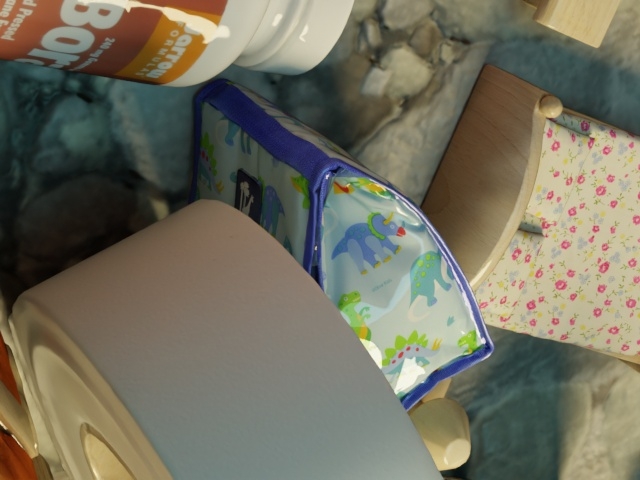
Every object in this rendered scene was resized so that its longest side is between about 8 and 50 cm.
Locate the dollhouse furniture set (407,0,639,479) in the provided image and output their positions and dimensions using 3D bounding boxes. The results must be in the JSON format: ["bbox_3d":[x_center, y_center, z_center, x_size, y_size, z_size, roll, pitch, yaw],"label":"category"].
[{"bbox_3d":[0.209,0.059,1.081,0.303,0.174,0.355,15,103,-35],"label":"dollhouse furniture set"}]

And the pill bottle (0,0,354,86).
[{"bbox_3d":[-0.096,-0.132,0.845,0.216,0.121,0.121,7,107,-33],"label":"pill bottle"}]

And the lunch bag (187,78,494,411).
[{"bbox_3d":[0.000,0.000,0.957,0.096,0.129,0.151,-35,125,-14],"label":"lunch bag"}]

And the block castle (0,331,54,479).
[{"bbox_3d":[-0.275,0.109,0.721,0.303,0.213,0.453,-29,132,1],"label":"block castle"}]

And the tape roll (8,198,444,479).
[{"bbox_3d":[-0.033,0.126,0.899,0.100,0.286,0.286,-29,123,-17],"label":"tape roll"}]
